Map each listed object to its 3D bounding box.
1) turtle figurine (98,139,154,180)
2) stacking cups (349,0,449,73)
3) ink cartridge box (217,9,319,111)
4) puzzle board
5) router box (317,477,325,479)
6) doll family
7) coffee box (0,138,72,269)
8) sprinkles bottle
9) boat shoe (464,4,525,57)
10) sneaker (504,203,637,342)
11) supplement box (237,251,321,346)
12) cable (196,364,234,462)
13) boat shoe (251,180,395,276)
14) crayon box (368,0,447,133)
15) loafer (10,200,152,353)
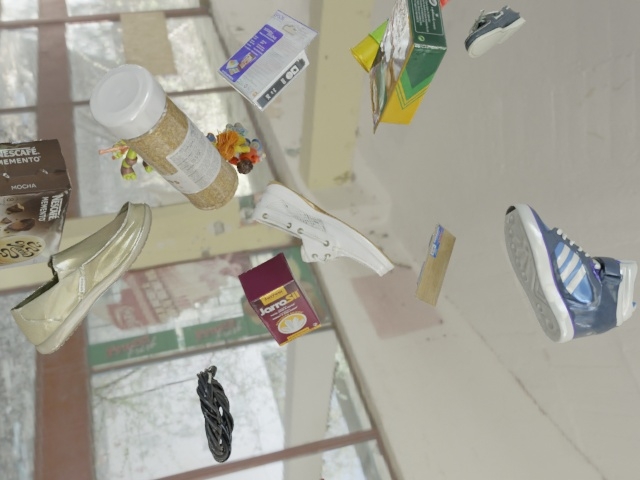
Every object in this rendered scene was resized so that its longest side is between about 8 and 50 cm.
[{"bbox_3d":[-0.507,-0.261,1.778,0.087,0.269,0.217,39,-37,10],"label":"turtle figurine"},{"bbox_3d":[0.220,-0.579,1.712,0.096,0.316,0.096,46,9,-9],"label":"stacking cups"},{"bbox_3d":[-0.113,-0.410,1.469,0.045,0.208,0.206,43,3,-44],"label":"ink cartridge box"},{"bbox_3d":[0.192,0.042,1.093,0.011,0.096,0.128,13,-98,32],"label":"puzzle board"},{"bbox_3d":[0.029,0.578,0.992,0.301,0.082,0.336,45,-43,29],"label":"router box"},{"bbox_3d":[-0.269,-0.218,1.570,0.163,0.262,0.119,-82,161,-56],"label":"doll family"},{"bbox_3d":[-0.609,-0.064,1.299,0.297,0.168,0.119,-49,-122,50],"label":"coffee box"},{"bbox_3d":[-0.276,-0.177,1.217,0.355,0.121,0.121,50,20,-62],"label":"sprinkles bottle"},{"bbox_3d":[0.427,-0.535,1.637,0.079,0.254,0.095,50,-34,6],"label":"boat shoe"},{"bbox_3d":[0.563,0.047,1.428,0.130,0.236,0.323,119,-47,-76],"label":"sneaker"},{"bbox_3d":[-0.082,0.125,1.344,0.081,0.104,0.188,63,-1,41],"label":"supplement box"},{"bbox_3d":[-0.196,0.333,1.232,0.150,0.047,0.185,-161,-120,-84],"label":"cable"},{"bbox_3d":[0.000,0.000,1.166,0.277,0.096,0.098,31,-6,17],"label":"boat shoe"},{"bbox_3d":[0.196,-0.420,1.524,0.323,0.083,0.203,114,-23,-62],"label":"crayon box"},{"bbox_3d":[-0.353,0.040,0.968,0.092,0.269,0.102,41,-17,-25],"label":"loafer"}]
